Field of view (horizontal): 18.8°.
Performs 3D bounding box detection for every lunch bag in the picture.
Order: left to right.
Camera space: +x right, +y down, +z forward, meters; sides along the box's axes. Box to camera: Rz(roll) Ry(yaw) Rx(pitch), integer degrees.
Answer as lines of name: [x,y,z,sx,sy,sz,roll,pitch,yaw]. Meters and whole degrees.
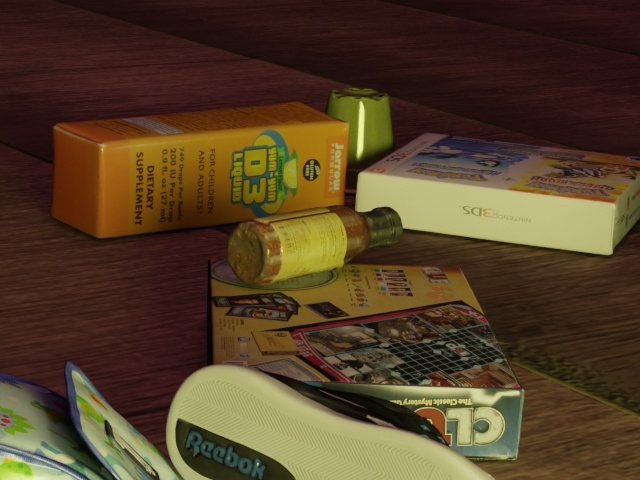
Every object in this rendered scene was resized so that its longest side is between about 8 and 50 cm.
lunch bag: [-0.124,0.108,0.829,0.151,0.096,0.129,16,9,-12]

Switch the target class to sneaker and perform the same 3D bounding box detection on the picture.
sneaker: [0.045,0.115,0.854,0.217,0.079,0.121,29,10,35]

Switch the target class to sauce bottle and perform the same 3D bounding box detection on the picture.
sauce bottle: [0.000,0.000,1.191,0.128,0.042,0.042,-9,18,-43]

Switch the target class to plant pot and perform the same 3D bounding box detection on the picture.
plant pot: [0.031,-0.086,1.629,0.083,0.079,0.083,4,14,-1]

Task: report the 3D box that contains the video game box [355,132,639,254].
video game box: [0.151,-0.041,1.547,0.205,0.048,0.187,7,17,17]

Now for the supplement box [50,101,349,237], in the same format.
supplement box: [-0.089,-0.056,1.495,0.233,0.078,0.080,-9,19,-38]

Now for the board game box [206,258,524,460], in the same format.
board game box: [0.016,0.063,1.117,0.165,0.042,0.243,2,14,-4]
